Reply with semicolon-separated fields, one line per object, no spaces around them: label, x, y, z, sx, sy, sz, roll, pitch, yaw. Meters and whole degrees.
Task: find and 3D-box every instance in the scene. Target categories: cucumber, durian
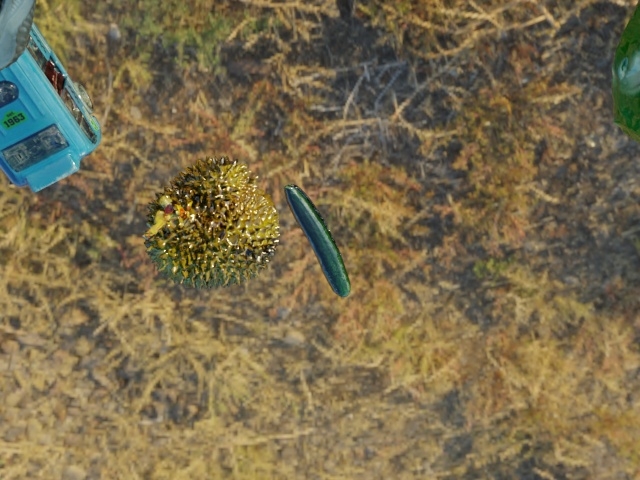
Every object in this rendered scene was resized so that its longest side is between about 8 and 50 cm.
cucumber;0.000;0.000;1.123;0.036;0.033;0.184;-21;112;13
durian;-0.207;-0.023;1.599;0.258;0.293;0.258;4;113;10

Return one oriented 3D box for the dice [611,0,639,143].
dice;0.274;-0.110;0.546;0.131;0.120;0.128;7;115;-19

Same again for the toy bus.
toy bus;-0.347;-0.176;0.941;0.113;0.134;0.246;-26;122;2

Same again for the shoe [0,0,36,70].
shoe;-0.256;-0.212;0.601;0.099;0.112;0.227;36;127;12
